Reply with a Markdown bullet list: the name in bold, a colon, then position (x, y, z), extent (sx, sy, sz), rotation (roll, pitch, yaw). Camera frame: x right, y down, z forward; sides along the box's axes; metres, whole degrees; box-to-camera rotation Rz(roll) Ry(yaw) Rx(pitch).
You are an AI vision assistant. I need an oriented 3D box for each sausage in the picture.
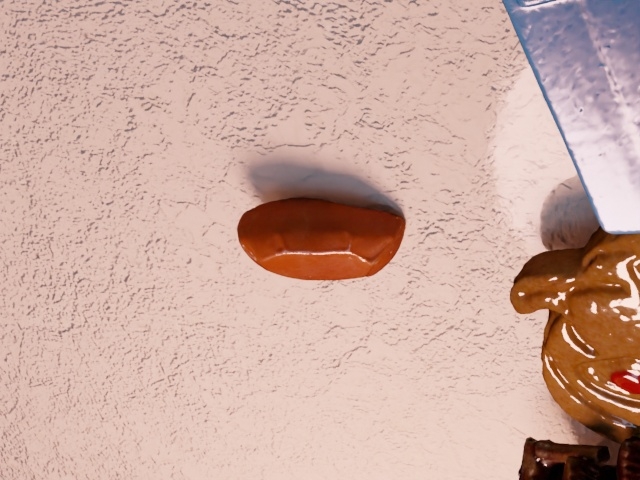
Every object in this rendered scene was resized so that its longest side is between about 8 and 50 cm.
- **sausage**: position (0.000, 0.000, 1.492), extent (0.179, 0.089, 0.089), rotation (2, 130, 12)

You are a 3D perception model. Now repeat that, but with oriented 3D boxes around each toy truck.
- **toy truck**: position (0.246, -0.182, 1.155), extent (0.161, 0.162, 0.385), rotation (-10, 124, 31)

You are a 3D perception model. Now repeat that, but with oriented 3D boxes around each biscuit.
- **biscuit**: position (0.357, 0.098, 1.373), extent (0.350, 0.070, 0.394), rotation (15, 142, 9)

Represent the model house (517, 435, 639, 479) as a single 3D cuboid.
- **model house**: position (0.371, 0.390, 1.489), extent (0.282, 0.317, 0.297), rotation (-3, 158, 41)
